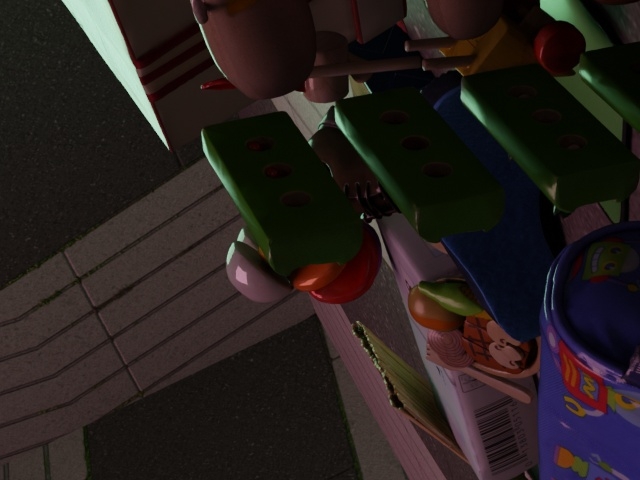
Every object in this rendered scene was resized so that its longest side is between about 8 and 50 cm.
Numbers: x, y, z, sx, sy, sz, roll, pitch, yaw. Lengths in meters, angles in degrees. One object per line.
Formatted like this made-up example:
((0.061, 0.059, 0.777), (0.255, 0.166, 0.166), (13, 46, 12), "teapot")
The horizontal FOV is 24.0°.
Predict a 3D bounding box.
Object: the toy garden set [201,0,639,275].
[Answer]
((0.060, -0.057, 0.758), (0.204, 0.244, 0.049), (-123, 25, -53), "toy garden set")

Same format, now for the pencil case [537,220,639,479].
((0.194, 0.132, 0.867), (0.133, 0.119, 0.306), (23, 140, 31), "pencil case")

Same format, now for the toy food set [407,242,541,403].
((0.137, 0.082, 1.335), (0.132, 0.038, 0.192), (24, 145, 22), "toy food set")

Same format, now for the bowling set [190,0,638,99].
((0.067, -0.195, 0.692), (0.199, 0.287, 0.154), (12, 154, 23), "bowling set")

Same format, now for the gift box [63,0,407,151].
((-0.067, -0.238, 1.131), (0.276, 0.258, 0.255), (53, 170, 21), "gift box")

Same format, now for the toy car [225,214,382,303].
((0.000, 0.000, 1.499), (0.136, 0.159, 0.182), (38, -170, -4), "toy car")

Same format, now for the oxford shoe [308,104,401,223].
((0.067, -0.048, 1.288), (0.227, 0.096, 0.083), (13, 147, 48), "oxford shoe")

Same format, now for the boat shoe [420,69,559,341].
((0.116, -0.027, 1.149), (0.089, 0.109, 0.258), (-116, 6, -50), "boat shoe")

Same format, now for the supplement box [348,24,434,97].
((0.067, -0.136, 1.367), (0.083, 0.056, 0.083), (61, 173, 31), "supplement box")

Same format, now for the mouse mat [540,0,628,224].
((0.152, -0.107, 0.941), (0.190, 0.007, 0.153), (76, 168, -59), "mouse mat")

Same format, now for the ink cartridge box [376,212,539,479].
((0.103, 0.029, 1.608), (0.385, 0.091, 0.308), (57, 171, 49), "ink cartridge box")

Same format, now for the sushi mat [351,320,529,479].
((0.153, 0.213, 1.714), (0.316, 0.019, 0.151), (41, -166, -37), "sushi mat")
